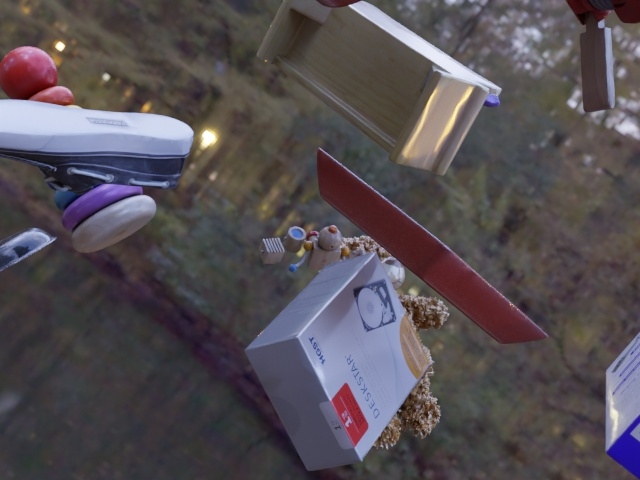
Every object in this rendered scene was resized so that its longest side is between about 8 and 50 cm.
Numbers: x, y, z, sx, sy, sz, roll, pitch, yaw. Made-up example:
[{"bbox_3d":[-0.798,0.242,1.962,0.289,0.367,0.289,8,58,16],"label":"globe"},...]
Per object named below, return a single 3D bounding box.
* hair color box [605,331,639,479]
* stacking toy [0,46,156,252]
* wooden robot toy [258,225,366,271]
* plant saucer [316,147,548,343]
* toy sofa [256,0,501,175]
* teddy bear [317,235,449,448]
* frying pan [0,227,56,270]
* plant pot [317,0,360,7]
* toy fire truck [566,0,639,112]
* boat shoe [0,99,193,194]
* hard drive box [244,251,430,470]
[{"bbox_3d":[0.473,0.189,1.605,0.110,0.185,0.339,38,18,2],"label":"hair color box"},{"bbox_3d":[-0.386,-0.152,1.851,0.330,0.141,0.141,60,1,5],"label":"stacking toy"},{"bbox_3d":[0.000,0.000,1.791,0.173,0.079,0.076,8,45,-14],"label":"wooden robot toy"},{"bbox_3d":[0.121,0.018,1.442,0.258,0.047,0.259,38,3,-45],"label":"plant saucer"},{"bbox_3d":[0.088,-0.250,1.850,0.177,0.150,0.362,8,26,-49],"label":"toy sofa"},{"bbox_3d":[0.103,0.155,1.892,0.245,0.337,0.113,9,-13,-28],"label":"teddy bear"},{"bbox_3d":[-0.573,0.061,1.964,0.197,0.326,0.053,-16,-76,52],"label":"frying pan"},{"bbox_3d":[-0.013,-0.417,1.336,0.265,0.272,0.272,41,-3,-33],"label":"plant pot"},{"bbox_3d":[0.354,-0.295,1.505,0.246,0.158,0.217,50,-13,-25],"label":"toy fire truck"},{"bbox_3d":[-0.304,-0.106,1.493,0.301,0.102,0.108,0,28,-36],"label":"boat shoe"},{"bbox_3d":[0.028,0.150,1.542,0.181,0.089,0.232,63,36,-14],"label":"hard drive box"}]
